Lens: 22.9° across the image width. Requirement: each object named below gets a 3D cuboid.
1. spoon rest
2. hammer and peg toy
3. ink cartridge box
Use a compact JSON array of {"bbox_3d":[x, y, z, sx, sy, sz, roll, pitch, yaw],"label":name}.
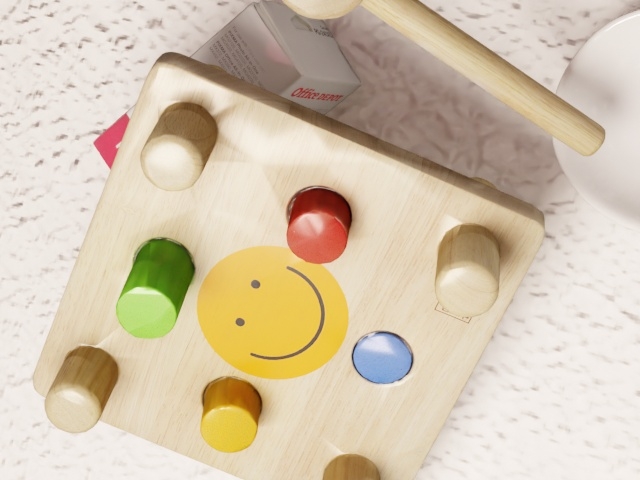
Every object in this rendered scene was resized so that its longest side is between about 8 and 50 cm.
[{"bbox_3d":[0.259,-0.032,0.939,0.276,0.084,0.137,39,105,17],"label":"spoon rest"},{"bbox_3d":[0.000,0.000,0.950,0.266,0.127,0.361,24,117,-5],"label":"hammer and peg toy"},{"bbox_3d":[-0.060,-0.087,1.058,0.150,0.109,0.063,-37,79,20],"label":"ink cartridge box"}]
